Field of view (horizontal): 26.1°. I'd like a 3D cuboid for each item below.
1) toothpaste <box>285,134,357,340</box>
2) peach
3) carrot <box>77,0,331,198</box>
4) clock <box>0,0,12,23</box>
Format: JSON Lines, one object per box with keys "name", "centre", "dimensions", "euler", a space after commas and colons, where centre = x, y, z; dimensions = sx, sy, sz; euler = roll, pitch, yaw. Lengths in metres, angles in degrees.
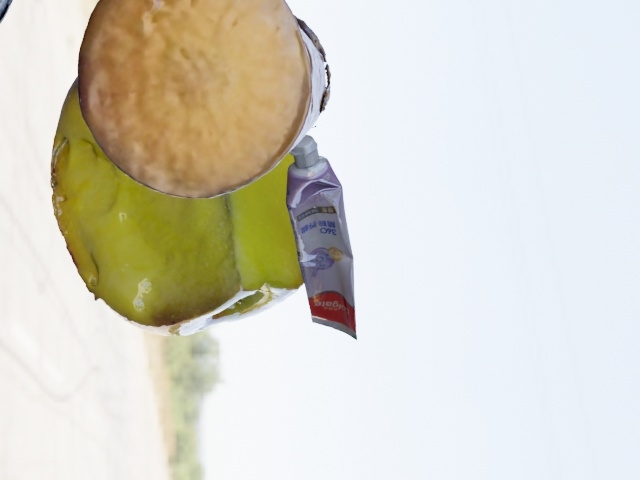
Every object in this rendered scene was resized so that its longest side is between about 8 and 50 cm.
{"name": "toothpaste", "centre": [0.000, 0.000, 1.714], "dimensions": [0.048, 0.075, 0.301], "euler": [-71, 157, -49]}
{"name": "peach", "centre": [-0.188, -0.063, 1.842], "dimensions": [0.242, 0.306, 0.380], "euler": [2, 69, -63]}
{"name": "carrot", "centre": [-0.090, -0.138, 1.196], "dimensions": [0.254, 0.196, 0.196], "euler": [-40, 130, -84]}
{"name": "clock", "centre": [-0.312, -0.216, 1.065], "dimensions": [0.063, 0.155, 0.229], "euler": [24, -87, 45]}
